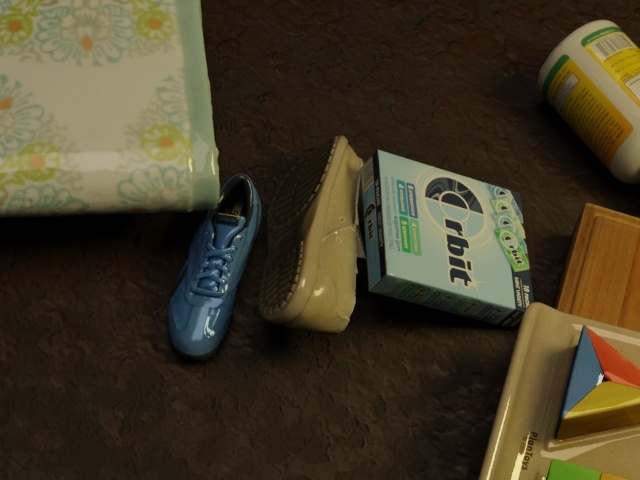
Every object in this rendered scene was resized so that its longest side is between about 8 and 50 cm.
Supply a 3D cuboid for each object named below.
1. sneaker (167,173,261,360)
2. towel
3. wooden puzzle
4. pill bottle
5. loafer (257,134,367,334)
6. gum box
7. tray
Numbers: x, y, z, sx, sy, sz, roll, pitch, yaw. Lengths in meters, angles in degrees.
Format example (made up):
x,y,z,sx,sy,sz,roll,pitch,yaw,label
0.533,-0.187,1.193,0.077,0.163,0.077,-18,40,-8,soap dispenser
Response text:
x,y,z,sx,sy,sz,roll,pitch,yaw,label
-0.111,0.023,1.624,0.069,0.082,0.209,15,58,2,sneaker
-0.279,-0.184,1.665,0.321,0.090,0.374,-4,57,-8,towel
0.328,0.222,1.449,0.348,0.080,0.322,17,57,5,wooden puzzle
0.349,-0.139,1.753,0.118,0.117,0.208,-27,63,-21,pill bottle
0.000,0.000,1.644,0.092,0.102,0.268,39,42,-25,loafer
0.134,0.000,1.644,0.184,0.041,0.157,15,53,-25,gum box
0.316,0.165,1.578,0.203,0.076,0.411,17,56,5,tray
